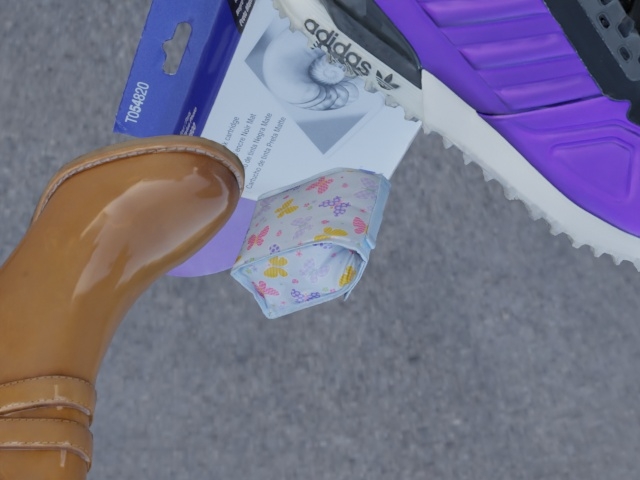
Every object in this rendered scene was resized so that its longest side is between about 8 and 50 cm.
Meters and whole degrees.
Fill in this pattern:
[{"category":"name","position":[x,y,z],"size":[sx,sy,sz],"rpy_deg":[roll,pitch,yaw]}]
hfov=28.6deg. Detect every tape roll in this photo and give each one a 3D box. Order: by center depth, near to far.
[{"category":"tape roll","position":[-0.131,-0.053,1.397],"size":[0.189,0.189,0.080],"rpy_deg":[-15,131,6]}]

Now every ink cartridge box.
[{"category":"ink cartridge box","position":[-0.032,-0.112,0.963],"size":[0.224,0.045,0.223],"rpy_deg":[14,140,-13]}]

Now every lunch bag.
[{"category":"lunch bag","position":[0.000,0.000,0.719],"size":[0.083,0.071,0.053],"rpy_deg":[-21,124,29]}]

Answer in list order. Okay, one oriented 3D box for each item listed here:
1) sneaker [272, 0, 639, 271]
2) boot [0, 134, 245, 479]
[{"category":"sneaker","position":[0.121,-0.102,0.601],"size":[0.293,0.102,0.146],"rpy_deg":[32,130,-3]},{"category":"boot","position":[-0.158,0.068,0.757],"size":[0.283,0.220,0.109],"rpy_deg":[-24,132,6]}]
